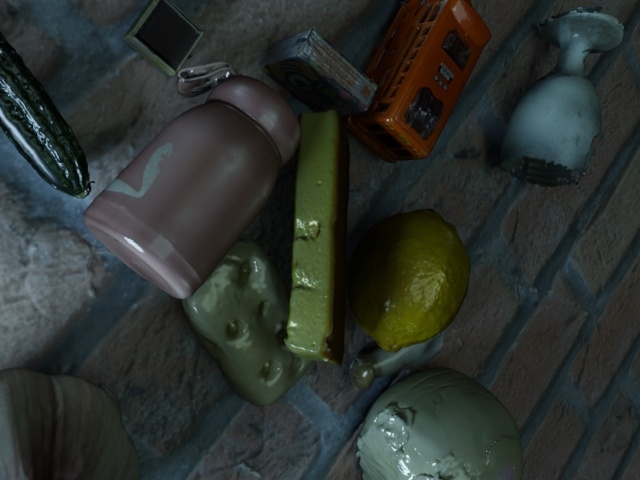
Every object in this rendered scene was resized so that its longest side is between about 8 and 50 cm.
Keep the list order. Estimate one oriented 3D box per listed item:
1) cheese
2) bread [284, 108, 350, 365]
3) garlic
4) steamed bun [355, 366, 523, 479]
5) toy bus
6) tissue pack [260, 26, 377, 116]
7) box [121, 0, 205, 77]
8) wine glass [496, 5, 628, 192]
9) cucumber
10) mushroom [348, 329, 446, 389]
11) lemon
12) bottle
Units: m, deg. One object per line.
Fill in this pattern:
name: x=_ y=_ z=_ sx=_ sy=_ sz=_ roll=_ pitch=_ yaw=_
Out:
cheese: x=-0.104 y=0.123 z=0.920 sx=0.159 sy=0.093 sz=0.263 roll=-43 pitch=120 yaw=-26
bread: x=0.000 y=0.000 z=0.897 sx=0.138 sy=0.077 sz=0.362 roll=60 pitch=31 yaw=-74
garlic: x=-0.363 y=0.301 z=0.696 sx=0.321 sy=0.241 sz=0.322 roll=13 pitch=68 yaw=-33
steamed bun: x=0.248 y=0.415 z=1.127 sx=0.311 sy=0.233 sz=0.334 roll=-27 pitch=113 yaw=-29
toy bus: x=0.177 y=-0.302 z=1.021 sx=0.143 sy=0.153 sz=0.329 roll=36 pitch=76 yaw=-32
tissue pack: x=-0.002 y=-0.253 z=0.927 sx=0.148 sy=0.108 sz=0.060 roll=32 pitch=75 yaw=-33
box: x=-0.211 y=-0.277 z=0.821 sx=0.083 sy=0.035 sz=0.079 roll=37 pitch=75 yaw=-32
wine glass: x=0.488 y=-0.277 z=1.229 sx=0.190 sy=0.190 sz=0.357 roll=20 pitch=82 yaw=-36
cucumber: x=-0.359 y=-0.164 z=0.712 sx=0.077 sy=0.077 sz=0.265 roll=-44 pitch=121 yaw=-22
mushroom: x=0.147 y=0.193 z=1.116 sx=0.225 sy=0.093 sz=0.116 roll=-27 pitch=157 yaw=-10
lemon: x=0.147 y=0.063 z=1.024 sx=0.204 sy=0.204 sz=0.260 roll=34 pitch=71 yaw=-34
bottle: x=-0.165 y=-0.094 z=0.805 sx=0.206 sy=0.173 sz=0.297 roll=38 pitch=72 yaw=-1
